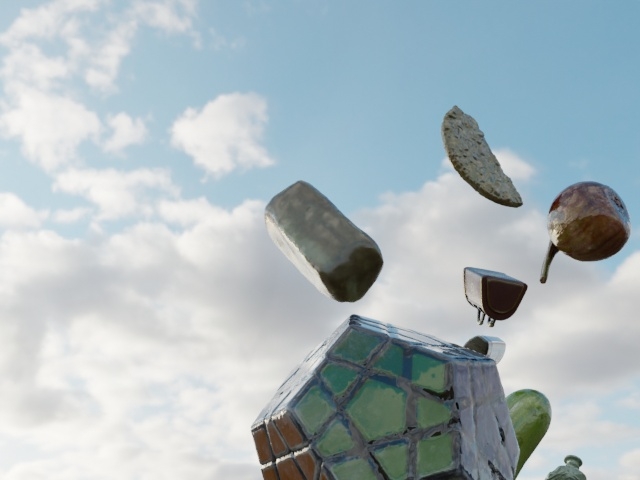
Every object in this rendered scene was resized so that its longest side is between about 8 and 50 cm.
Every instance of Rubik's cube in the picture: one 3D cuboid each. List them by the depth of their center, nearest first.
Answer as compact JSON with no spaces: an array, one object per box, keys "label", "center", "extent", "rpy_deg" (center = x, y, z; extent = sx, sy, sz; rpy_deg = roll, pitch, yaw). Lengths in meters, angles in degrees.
[{"label":"Rubik's cube","center":[0.078,0.240,0.881],"extent":[0.264,0.319,0.319],"rpy_deg":[-14,-29,32]}]

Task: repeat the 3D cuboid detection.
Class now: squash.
[{"label":"squash","center":[0.272,0.288,1.086],"extent":[0.095,0.188,0.095],"rpy_deg":[33,-26,19]}]

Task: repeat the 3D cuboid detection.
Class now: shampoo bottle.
[{"label":"shampoo bottle","center":[0.379,0.263,1.723],"extent":[0.086,0.056,0.227],"rpy_deg":[-57,-24,7]}]

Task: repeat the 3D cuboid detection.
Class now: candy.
[{"label":"candy","center":[0.000,0.000,1.150],"extent":[0.104,0.234,0.102],"rpy_deg":[-37,-41,-9]}]

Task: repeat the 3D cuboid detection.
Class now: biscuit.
[{"label":"biscuit","center":[0.349,-0.189,1.703],"extent":[0.141,0.290,0.038],"rpy_deg":[-12,-23,-36]}]

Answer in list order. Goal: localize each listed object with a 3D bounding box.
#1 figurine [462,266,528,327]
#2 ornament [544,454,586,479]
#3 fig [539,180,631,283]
[{"label":"figurine","center":[0.297,0.103,1.308],"extent":[0.082,0.098,0.154],"rpy_deg":[8,3,-5]},{"label":"ornament","center":[0.396,0.390,1.178],"extent":[0.068,0.092,0.041],"rpy_deg":[2,-42,-11]},{"label":"fig","center":[0.534,-0.023,1.543],"extent":[0.175,0.175,0.207],"rpy_deg":[17,-42,-34]}]
